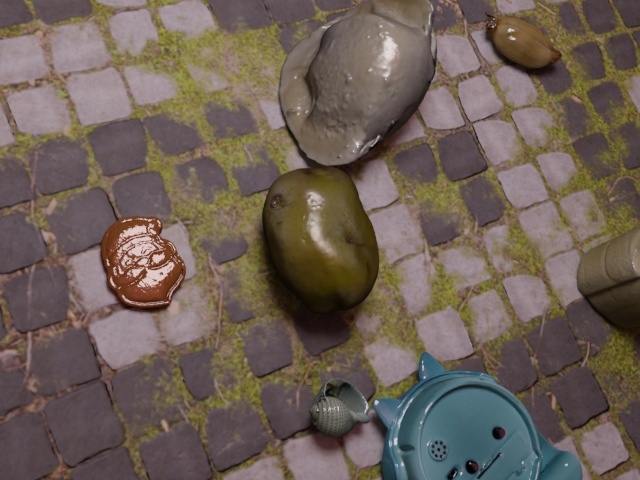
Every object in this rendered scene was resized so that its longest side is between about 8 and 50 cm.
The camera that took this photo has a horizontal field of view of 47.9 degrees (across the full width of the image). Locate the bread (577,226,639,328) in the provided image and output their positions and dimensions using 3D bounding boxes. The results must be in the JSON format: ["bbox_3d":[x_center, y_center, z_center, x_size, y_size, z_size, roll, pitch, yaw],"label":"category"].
[{"bbox_3d":[0.497,0.055,1.107,0.148,0.141,0.134,36,67,-4],"label":"bread"}]

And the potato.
[{"bbox_3d":[0.003,-0.002,0.972,0.155,0.137,0.200,-5,73,-20],"label":"potato"}]

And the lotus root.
[{"bbox_3d":[0.338,-0.337,1.225,0.150,0.062,0.073,26,60,-8],"label":"lotus root"}]

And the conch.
[{"bbox_3d":[0.021,0.224,0.952,0.085,0.057,0.076,28,44,-39],"label":"conch"}]

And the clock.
[{"bbox_3d":[0.196,0.287,0.965,0.224,0.094,0.274,-40,89,-25],"label":"clock"}]

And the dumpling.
[{"bbox_3d":[0.045,-0.253,1.068,0.227,0.175,0.243,25,49,23],"label":"dumpling"}]

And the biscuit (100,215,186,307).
[{"bbox_3d":[-0.235,0.029,0.953,0.102,0.019,0.130,-21,81,-21],"label":"biscuit"}]
